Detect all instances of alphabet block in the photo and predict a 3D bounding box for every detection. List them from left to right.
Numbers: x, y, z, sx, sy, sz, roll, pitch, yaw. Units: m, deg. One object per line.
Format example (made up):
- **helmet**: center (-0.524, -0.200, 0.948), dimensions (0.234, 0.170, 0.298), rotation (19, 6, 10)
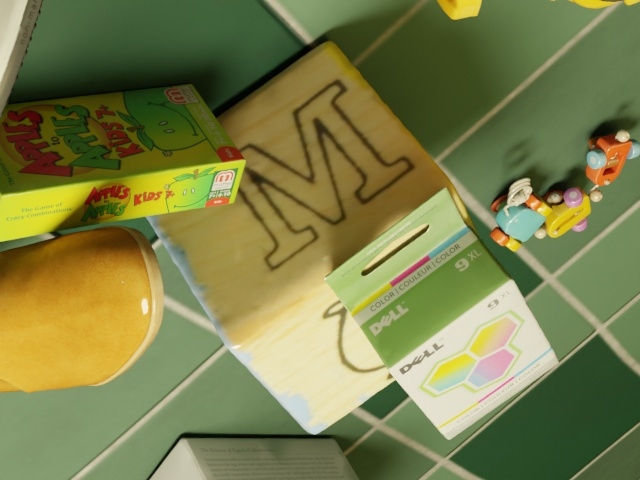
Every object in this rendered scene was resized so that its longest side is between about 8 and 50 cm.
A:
- **alphabet block**: center (0.000, 0.000, 1.062), dimensions (0.197, 0.193, 0.192), rotation (-36, 147, 0)

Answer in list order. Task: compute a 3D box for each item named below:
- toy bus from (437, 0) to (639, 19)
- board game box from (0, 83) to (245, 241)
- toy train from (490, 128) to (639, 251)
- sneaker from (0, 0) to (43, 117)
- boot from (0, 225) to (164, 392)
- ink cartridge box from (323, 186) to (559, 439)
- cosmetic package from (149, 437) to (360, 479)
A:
- **toy bus**: center (0.107, -0.221, 0.904), dimensions (0.211, 0.149, 0.220), rotation (-29, 147, 13)
- **board game box**: center (-0.155, -0.058, 0.950), dimensions (0.181, 0.092, 0.043), rotation (-11, 138, -31)
- **toy train**: center (0.229, -0.055, 1.319), dimensions (0.166, 0.046, 0.125), rotation (-19, 141, -27)
- **sneaker**: center (-0.332, -0.018, 0.717), dimensions (0.257, 0.169, 0.447), rotation (18, 88, -27)
- **boot**: center (-0.258, 0.064, 0.909), dimensions (0.211, 0.104, 0.295), rotation (-4, 169, -40)
- **ink cartridge box**: center (0.093, 0.060, 0.988), dimensions (0.109, 0.062, 0.209), rotation (-36, 145, 1)
- **cosmetic package**: center (-0.045, 0.326, 1.374), dimensions (0.224, 0.224, 0.138), rotation (9, 128, -45)
